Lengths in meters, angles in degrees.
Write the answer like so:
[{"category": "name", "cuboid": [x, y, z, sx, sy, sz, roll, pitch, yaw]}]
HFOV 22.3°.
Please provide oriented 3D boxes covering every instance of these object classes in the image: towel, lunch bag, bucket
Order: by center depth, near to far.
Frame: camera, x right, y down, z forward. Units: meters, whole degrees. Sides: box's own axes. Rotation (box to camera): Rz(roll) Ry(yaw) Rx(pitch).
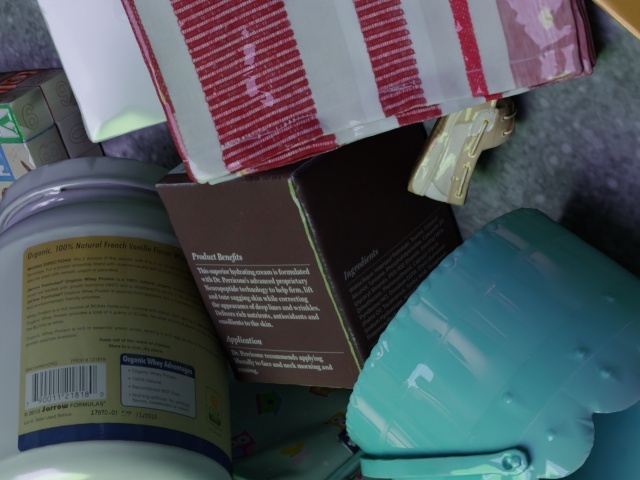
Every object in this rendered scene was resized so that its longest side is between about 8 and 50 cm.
[{"category": "towel", "cuboid": [0.018, -0.188, 1.195, 0.329, 0.037, 0.237, -16, 110, 9]}, {"category": "bucket", "cuboid": [0.164, 0.123, 1.260, 0.183, 0.281, 0.281, 40, 139, 24]}, {"category": "lunch bag", "cuboid": [-0.071, 0.219, 1.580, 0.279, 0.224, 0.108, 16, 129, 37]}]

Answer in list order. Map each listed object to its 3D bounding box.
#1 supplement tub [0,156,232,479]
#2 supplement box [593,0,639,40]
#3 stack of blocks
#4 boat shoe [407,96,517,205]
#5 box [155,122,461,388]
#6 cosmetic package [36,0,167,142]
[{"category": "supplement tub", "cuboid": [-0.196, 0.107, 1.456, 0.228, 0.228, 0.316, -47, 40, 50]}, {"category": "supplement box", "cuboid": [0.193, -0.206, 1.090, 0.233, 0.080, 0.078, 42, 108, 4]}, {"category": "stack of blocks", "cuboid": [-0.264, -0.026, 1.690, 0.171, 0.087, 0.297, 2, 119, 43]}, {"category": "boat shoe", "cuboid": [0.128, -0.097, 1.292, 0.059, 0.063, 0.170, 25, 129, -3]}, {"category": "box", "cuboid": [0.000, 0.000, 1.394, 0.168, 0.167, 0.203, 0, 118, 44]}, {"category": "cosmetic package", "cuboid": [-0.107, -0.228, 1.277, 0.224, 0.138, 0.224, -15, 113, 10]}]
